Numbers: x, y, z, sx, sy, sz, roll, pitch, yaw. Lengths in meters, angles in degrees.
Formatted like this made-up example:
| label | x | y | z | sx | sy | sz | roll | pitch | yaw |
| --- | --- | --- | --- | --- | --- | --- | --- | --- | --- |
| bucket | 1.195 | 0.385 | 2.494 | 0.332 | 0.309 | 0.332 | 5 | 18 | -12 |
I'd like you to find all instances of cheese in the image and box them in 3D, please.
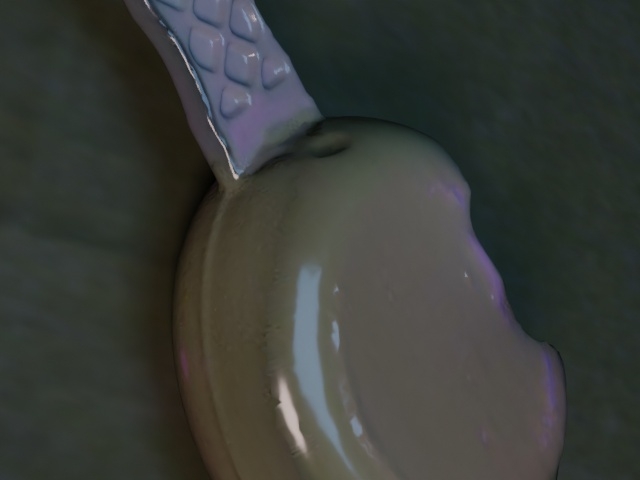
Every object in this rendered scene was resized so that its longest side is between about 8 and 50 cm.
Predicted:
| label | x | y | z | sx | sy | sz | roll | pitch | yaw |
| --- | --- | --- | --- | --- | --- | --- | --- | --- | --- |
| cheese | 0.000 | 0.000 | 0.620 | 0.163 | 0.082 | 0.286 | -38 | 111 | -43 |
